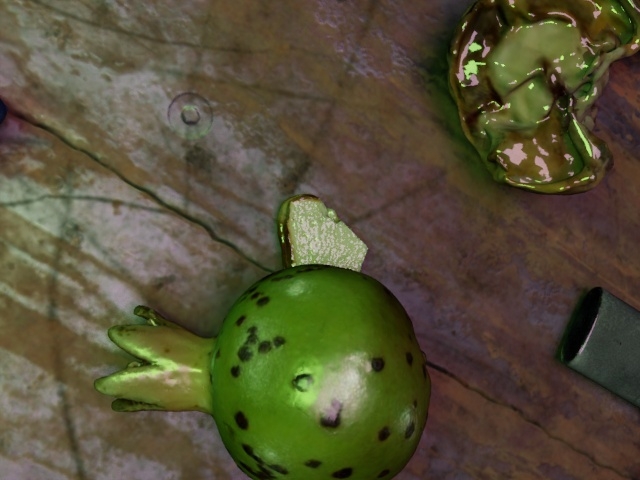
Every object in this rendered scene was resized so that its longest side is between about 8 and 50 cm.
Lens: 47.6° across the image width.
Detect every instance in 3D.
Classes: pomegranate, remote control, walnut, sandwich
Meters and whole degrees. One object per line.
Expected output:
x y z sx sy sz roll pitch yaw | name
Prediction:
-0.037 0.133 0.692 0.285 0.231 0.231 -4 91 22 | pomegranate
0.468 0.190 0.929 0.377 0.044 0.107 29 76 -17 | remote control
0.235 -0.174 0.800 0.204 0.141 0.238 19 93 5 | walnut
0.000 0.000 0.771 0.093 0.035 0.105 -12 92 -18 | sandwich

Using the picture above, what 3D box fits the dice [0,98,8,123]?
-0.359 -0.122 0.592 0.146 0.146 0.143 -39 104 -11 | dice
